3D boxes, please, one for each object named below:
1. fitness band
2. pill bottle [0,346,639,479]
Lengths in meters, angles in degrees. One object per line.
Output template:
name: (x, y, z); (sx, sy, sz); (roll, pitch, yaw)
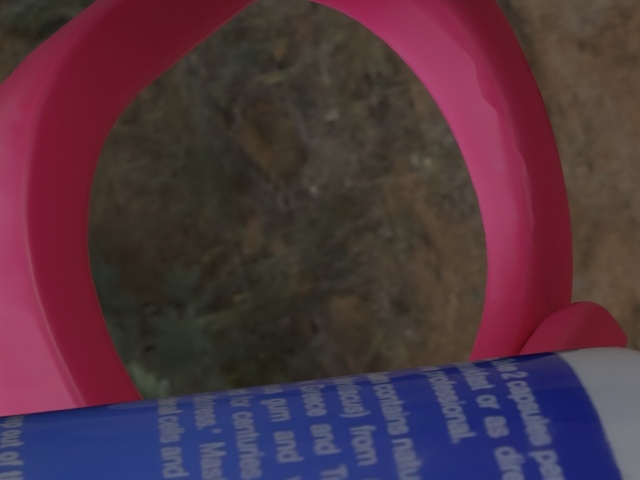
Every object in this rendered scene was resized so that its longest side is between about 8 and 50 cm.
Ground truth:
fitness band: (0.000, 0.000, 0.618); (0.054, 0.291, 0.209); (-29, 101, 40)
pill bottle: (0.012, 0.102, 0.382); (0.152, 0.272, 0.152); (174, 90, -86)
